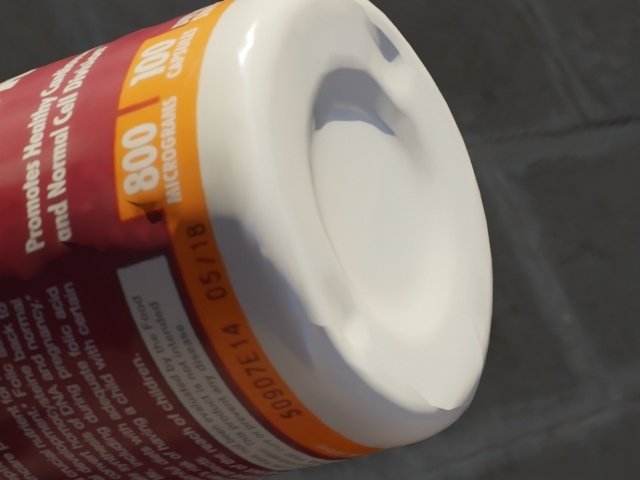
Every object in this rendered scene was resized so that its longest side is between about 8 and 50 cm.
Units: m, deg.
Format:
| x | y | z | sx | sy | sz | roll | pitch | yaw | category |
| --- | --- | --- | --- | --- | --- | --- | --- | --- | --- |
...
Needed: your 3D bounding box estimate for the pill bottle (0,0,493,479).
| x | y | z | sx | sy | sz | roll | pitch | yaw | category |
| --- | --- | --- | --- | --- | --- | --- | --- | --- | --- |
| -0.133 | 0.029 | 0.973 | 0.224 | 0.392 | 0.224 | 36 | 46 | -48 | pill bottle |
